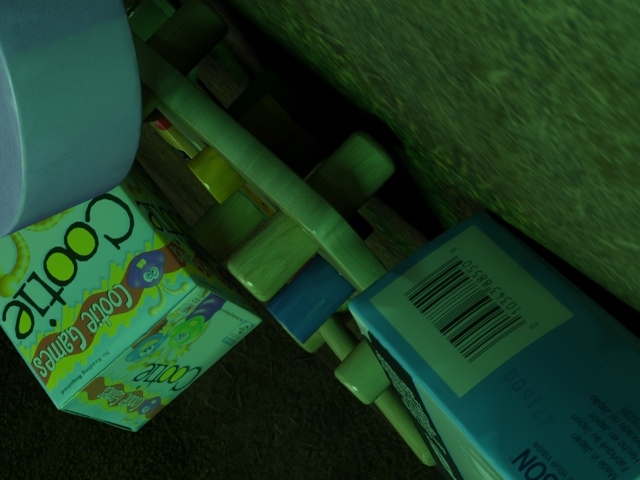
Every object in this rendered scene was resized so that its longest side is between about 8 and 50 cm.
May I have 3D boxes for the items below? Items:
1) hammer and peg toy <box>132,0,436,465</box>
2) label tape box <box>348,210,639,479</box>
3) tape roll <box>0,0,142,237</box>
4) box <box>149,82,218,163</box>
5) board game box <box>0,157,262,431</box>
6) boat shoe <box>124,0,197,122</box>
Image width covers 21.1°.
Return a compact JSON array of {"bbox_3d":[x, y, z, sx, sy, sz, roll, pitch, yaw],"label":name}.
[{"bbox_3d":[0.000,0.000,1.238,0.266,0.127,0.361,42,176,35],"label":"hammer and peg toy"},{"bbox_3d":[0.174,0.181,1.028,0.249,0.115,0.347,45,166,52],"label":"label tape box"},{"bbox_3d":[-0.228,-0.142,1.119,0.275,0.090,0.275,37,140,39],"label":"tape roll"},{"bbox_3d":[-0.155,-0.147,1.639,0.232,0.058,0.087,49,174,-21],"label":"box"},{"bbox_3d":[-0.197,-0.005,1.355,0.275,0.142,0.144,51,-174,22],"label":"board game box"},{"bbox_3d":[-0.196,-0.211,1.350,0.302,0.113,0.103,50,-166,-48],"label":"boat shoe"}]
